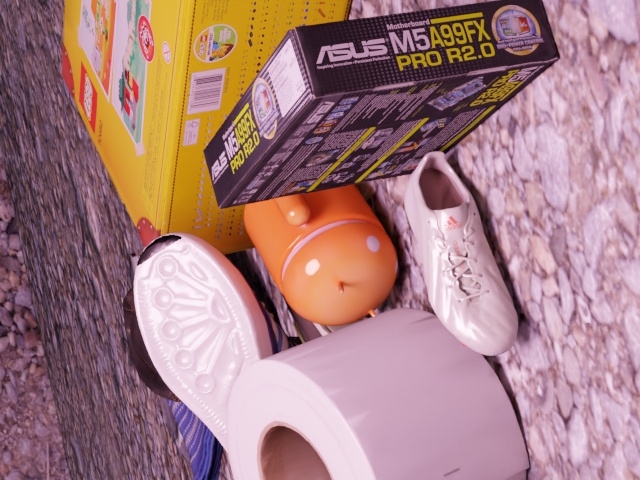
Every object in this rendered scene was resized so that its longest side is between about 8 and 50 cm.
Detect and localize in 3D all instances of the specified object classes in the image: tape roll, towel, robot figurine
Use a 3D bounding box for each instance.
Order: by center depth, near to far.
[{"bbox_3d":[0.046,0.201,1.217,0.246,0.169,0.246,29,128,46],"label":"tape roll"},{"bbox_3d":[0.001,0.001,1.359,0.219,0.128,0.158,-121,33,-42],"label":"robot figurine"},{"bbox_3d":[-0.223,0.198,2.091,0.243,0.040,0.336,103,148,-43],"label":"towel"}]

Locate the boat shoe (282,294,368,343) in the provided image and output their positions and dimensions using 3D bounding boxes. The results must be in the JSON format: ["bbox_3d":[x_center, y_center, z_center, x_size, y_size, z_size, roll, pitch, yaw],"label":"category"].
[{"bbox_3d":[0.007,0.088,1.438,0.227,0.081,0.068,55,144,40],"label":"boat shoe"}]

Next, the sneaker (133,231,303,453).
[{"bbox_3d":[-0.078,0.126,1.474,0.322,0.130,0.236,59,-168,-2],"label":"sneaker"}]

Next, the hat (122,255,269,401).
[{"bbox_3d":[-0.188,0.135,1.784,0.331,0.134,0.331,36,138,41],"label":"hat"}]

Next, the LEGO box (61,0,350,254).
[{"bbox_3d":[-0.142,-0.279,1.478,0.372,0.193,0.500,60,150,36],"label":"LEGO box"}]

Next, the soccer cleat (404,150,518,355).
[{"bbox_3d":[0.120,0.010,1.151,0.076,0.068,0.196,96,158,-55],"label":"soccer cleat"}]

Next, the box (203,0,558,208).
[{"bbox_3d":[0.039,-0.110,1.100,0.270,0.216,0.060,139,117,-65],"label":"box"}]
